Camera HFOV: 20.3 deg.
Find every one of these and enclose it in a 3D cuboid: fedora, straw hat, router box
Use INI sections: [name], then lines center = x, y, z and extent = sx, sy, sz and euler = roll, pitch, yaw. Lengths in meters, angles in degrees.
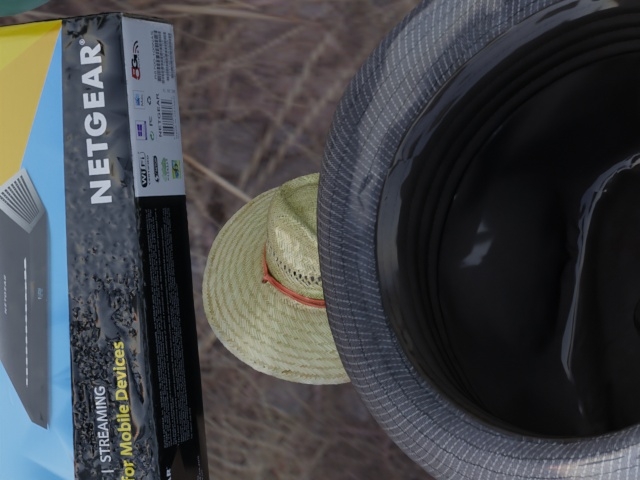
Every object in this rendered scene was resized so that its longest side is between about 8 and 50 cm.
[fedora]
center = 0.130, 0.004, 0.723
extent = 0.244, 0.275, 0.124
euler = -40, 133, 10
[straw hat]
center = 0.000, 0.000, 0.936
extent = 0.144, 0.144, 0.061
euler = -24, 141, -16
[router box]
center = -0.112, 0.017, 0.623
extent = 0.133, 0.046, 0.179
euler = -5, 91, 20

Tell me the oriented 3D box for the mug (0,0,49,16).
[mug]
center = -0.145, -0.174, 0.686
extent = 0.097, 0.129, 0.157
euler = 20, 54, -50
